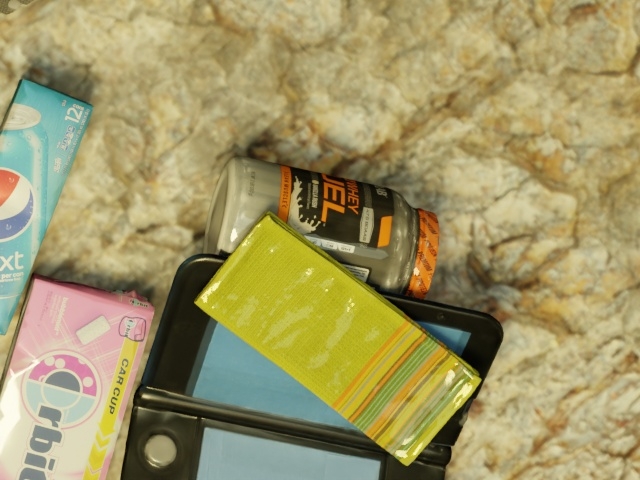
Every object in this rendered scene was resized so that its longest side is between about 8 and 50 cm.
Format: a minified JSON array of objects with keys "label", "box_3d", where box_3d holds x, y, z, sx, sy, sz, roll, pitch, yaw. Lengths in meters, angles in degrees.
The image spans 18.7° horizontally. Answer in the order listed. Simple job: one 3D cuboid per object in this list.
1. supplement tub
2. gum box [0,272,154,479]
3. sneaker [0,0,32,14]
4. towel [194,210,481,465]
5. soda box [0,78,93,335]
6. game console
[{"label":"supplement tub","box_3d":[0.000,0.000,1.693,0.190,0.117,0.117,12,92,-12]},{"label":"gum box","box_3d":[-0.221,0.124,1.685,0.107,0.062,0.188,16,91,-12]},{"label":"sneaker","box_3d":[-0.262,-0.268,1.650,0.281,0.105,0.115,-16,67,-8]},{"label":"towel","box_3d":[0.017,0.084,1.630,0.237,0.021,0.102,38,91,-13]},{"label":"soda box","box_3d":[-0.263,-0.030,1.662,0.067,0.071,0.210,21,90,-12]},{"label":"game console","box_3d":[-0.012,0.178,1.665,0.293,0.173,0.250,12,66,-11]}]
